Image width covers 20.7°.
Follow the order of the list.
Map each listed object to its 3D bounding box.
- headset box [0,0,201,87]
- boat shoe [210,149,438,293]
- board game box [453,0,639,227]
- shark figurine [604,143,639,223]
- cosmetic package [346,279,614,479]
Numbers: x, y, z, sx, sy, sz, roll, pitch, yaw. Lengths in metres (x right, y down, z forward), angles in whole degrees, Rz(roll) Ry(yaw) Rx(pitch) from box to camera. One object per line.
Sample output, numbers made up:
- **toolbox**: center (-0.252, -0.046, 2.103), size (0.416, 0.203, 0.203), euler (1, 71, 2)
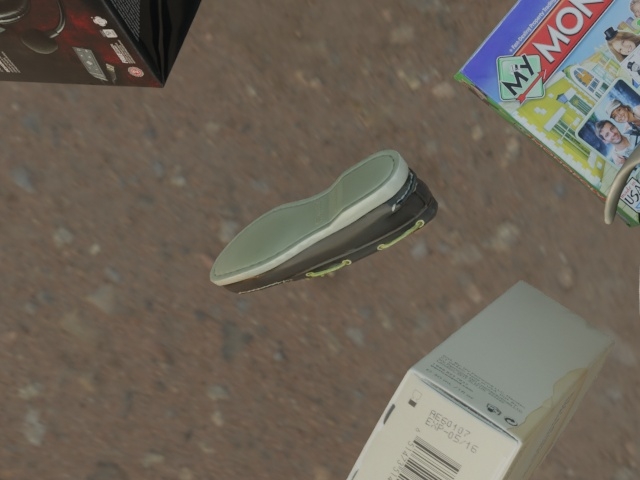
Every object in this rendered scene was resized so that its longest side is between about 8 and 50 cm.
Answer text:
- **headset box**: center (-0.258, -0.217, 1.233), size (0.293, 0.218, 0.110), euler (5, 59, 27)
- **boat shoe**: center (0.000, 0.000, 1.582), size (0.228, 0.069, 0.081), euler (-28, 34, 30)
- **board game box**: center (0.302, -0.200, 1.572), size (0.213, 0.046, 0.317), euler (40, 87, 0)
- **shark figurine**: center (0.265, -0.051, 0.822), size (0.116, 0.278, 0.166), euler (29, 103, 48)
- **cosmetic package**: center (0.139, 0.158, 1.524), size (0.113, 0.309, 0.160), euler (33, 114, 14)
